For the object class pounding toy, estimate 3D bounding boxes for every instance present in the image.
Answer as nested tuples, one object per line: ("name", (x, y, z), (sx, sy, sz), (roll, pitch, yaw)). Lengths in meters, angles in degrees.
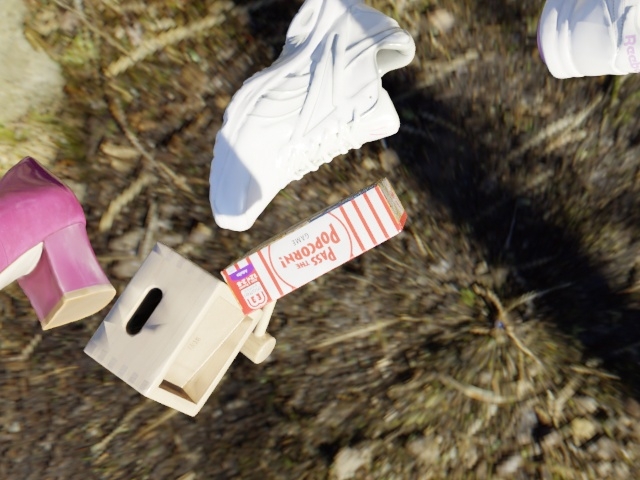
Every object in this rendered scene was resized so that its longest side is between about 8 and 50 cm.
("pounding toy", (-0.118, 0.073, 1.370), (0.094, 0.206, 0.181), (32, 85, 22))

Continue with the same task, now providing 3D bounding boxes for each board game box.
("board game box", (0.000, 0.000, 1.186), (0.146, 0.193, 0.045), (-28, 92, 7))

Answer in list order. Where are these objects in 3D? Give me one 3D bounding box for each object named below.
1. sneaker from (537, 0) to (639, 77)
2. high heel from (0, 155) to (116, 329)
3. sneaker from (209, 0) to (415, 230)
("sneaker", (0.338, -0.274, 1.361), (0.152, 0.114, 0.305), (10, 61, 40))
("high heel", (-0.237, 0.006, 0.829), (0.082, 0.244, 0.117), (-46, 68, 39))
("sneaker", (-0.001, -0.098, 1.076), (0.115, 0.090, 0.232), (27, 73, 13))
